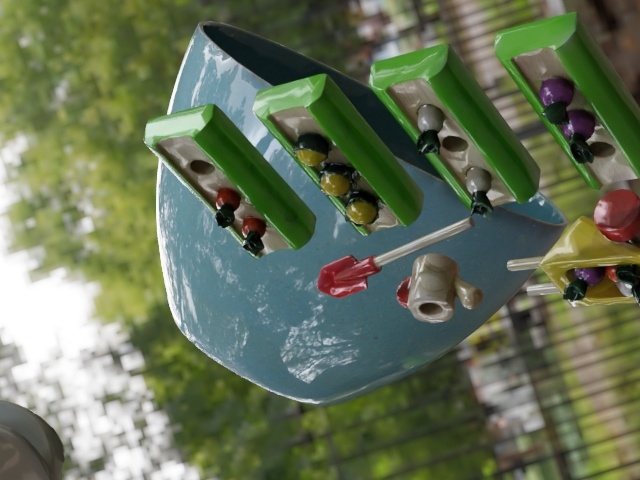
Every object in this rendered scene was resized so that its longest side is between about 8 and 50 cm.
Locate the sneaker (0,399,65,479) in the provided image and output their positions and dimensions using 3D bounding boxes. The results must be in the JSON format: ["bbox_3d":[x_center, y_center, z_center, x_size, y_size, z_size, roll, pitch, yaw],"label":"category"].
[{"bbox_3d":[-0.176,0.251,0.908,0.146,0.122,0.330,-62,-32,-85],"label":"sneaker"}]

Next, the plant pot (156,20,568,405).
[{"bbox_3d":[0.000,0.000,1.330,0.290,0.195,0.290,27,-170,-5],"label":"plant pot"}]

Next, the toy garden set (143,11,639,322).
[{"bbox_3d":[0.061,-0.011,0.989,0.204,0.244,0.049,48,-139,-42],"label":"toy garden set"}]
